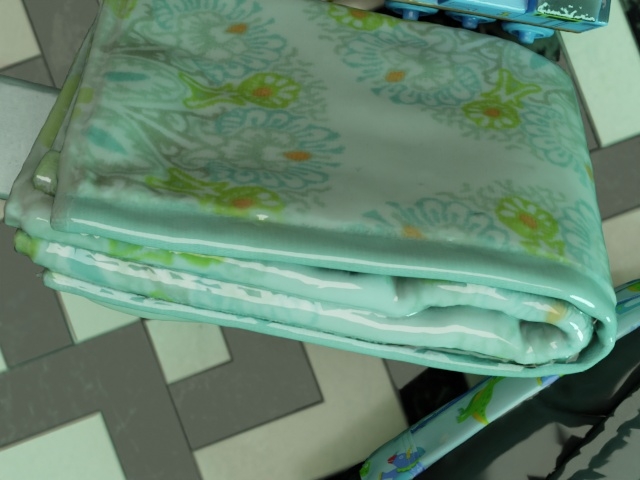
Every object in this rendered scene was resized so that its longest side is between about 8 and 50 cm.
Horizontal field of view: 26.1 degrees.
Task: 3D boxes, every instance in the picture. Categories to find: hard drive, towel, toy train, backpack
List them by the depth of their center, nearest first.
[{"bbox_3d":[0.005,-0.063,0.935,0.375,0.320,0.090,11,129,-4],"label":"towel"},{"bbox_3d":[0.218,0.173,0.989,0.290,0.273,0.355,47,109,2],"label":"backpack"},{"bbox_3d":[0.128,-0.200,1.039,0.184,0.105,0.080,8,88,-15],"label":"toy train"},{"bbox_3d":[-0.212,-0.072,1.074,0.135,0.022,0.094,14,88,-2],"label":"hard drive"}]

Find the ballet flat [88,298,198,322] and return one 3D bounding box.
[{"bbox_3d":[0.000,0.000,1.015,0.400,0.139,0.139,5,88,-6],"label":"ballet flat"}]
